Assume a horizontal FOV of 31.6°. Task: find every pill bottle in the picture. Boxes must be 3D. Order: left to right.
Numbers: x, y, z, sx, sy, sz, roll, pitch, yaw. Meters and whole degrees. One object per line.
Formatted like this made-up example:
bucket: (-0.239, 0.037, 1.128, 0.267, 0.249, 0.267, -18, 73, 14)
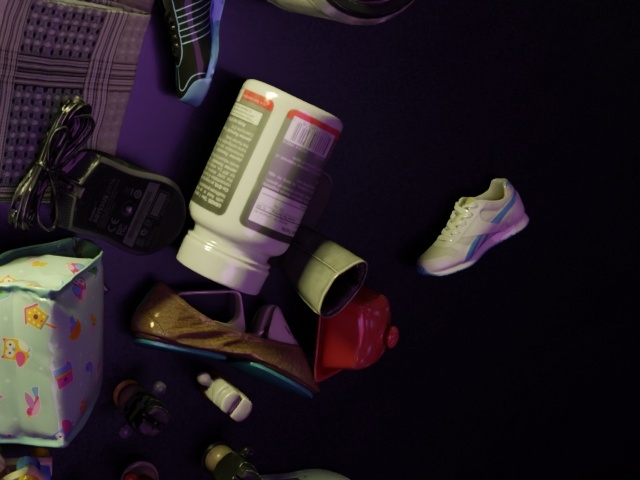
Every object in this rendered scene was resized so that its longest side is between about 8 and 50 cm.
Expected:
pill bottle: (-0.094, -0.076, 1.648, 0.161, 0.161, 0.283, 23, 94, -31)

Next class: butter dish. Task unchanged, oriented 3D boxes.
butter dish: (0.068, 0.143, 1.796, 0.160, 0.118, 0.160, -16, 112, -62)

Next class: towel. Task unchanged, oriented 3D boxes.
towel: (-0.349, -0.201, 1.461, 0.312, 0.056, 0.324, 0, 108, -55)

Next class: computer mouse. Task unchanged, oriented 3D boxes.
computer mouse: (-0.297, -0.069, 1.543, 0.272, 0.072, 0.189, 29, 87, -48)

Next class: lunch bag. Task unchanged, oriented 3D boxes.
lunch bag: (-0.366, 0.126, 1.512, 0.160, 0.262, 0.224, 1, 105, 7)

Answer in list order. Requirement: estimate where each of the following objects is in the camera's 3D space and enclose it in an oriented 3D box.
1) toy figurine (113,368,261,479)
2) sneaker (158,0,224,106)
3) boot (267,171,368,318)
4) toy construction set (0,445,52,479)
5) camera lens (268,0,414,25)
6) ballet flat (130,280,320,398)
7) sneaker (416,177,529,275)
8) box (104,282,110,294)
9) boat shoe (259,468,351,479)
toy figurine: (-0.206, 0.304, 1.723, 0.213, 0.148, 0.210, -11, 104, -22)
sneaker: (-0.188, -0.307, 1.580, 0.090, 0.081, 0.232, 8, 97, -23)
boot: (0.002, 0.000, 1.694, 0.076, 0.208, 0.190, 28, 91, -32)
toy construction set: (-0.549, 0.332, 1.544, 0.327, 0.151, 0.215, -28, 137, -5)
camera lens: (0.013, -0.413, 1.534, 0.219, 0.274, 0.220, -9, 109, -26)
ballet flat: (-0.130, 0.144, 1.743, 0.342, 0.116, 0.124, 22, 75, -28)
sneaker: (0.244, -0.019, 1.897, 0.228, 0.087, 0.092, -34, 112, -23)
box: (-0.355, 0.062, 1.635, 0.067, 0.018, 0.083, -42, 120, -10)
boat shoe: (-0.038, 0.436, 1.898, 0.183, 0.065, 0.083, 2, 107, -23)
